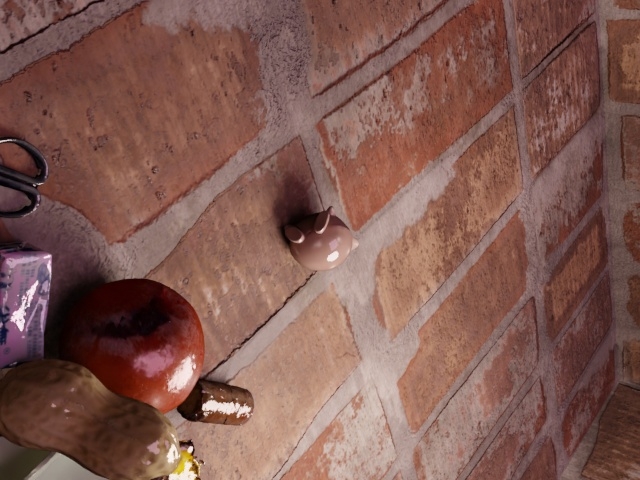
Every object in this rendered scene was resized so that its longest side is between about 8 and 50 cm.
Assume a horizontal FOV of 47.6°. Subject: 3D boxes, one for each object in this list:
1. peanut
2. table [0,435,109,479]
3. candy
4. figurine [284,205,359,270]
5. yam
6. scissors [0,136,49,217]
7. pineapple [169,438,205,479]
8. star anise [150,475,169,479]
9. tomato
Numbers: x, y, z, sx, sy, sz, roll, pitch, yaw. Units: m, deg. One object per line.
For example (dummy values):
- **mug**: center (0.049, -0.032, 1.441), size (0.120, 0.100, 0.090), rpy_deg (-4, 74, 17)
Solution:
- **peanut**: center (-0.298, 0.229, 0.927), size (0.123, 0.257, 0.123), rpy_deg (20, 90, -85)
- **table**: center (-0.409, 0.341, 1.022), size (0.198, 0.167, 0.166), rpy_deg (-46, 133, -19)
- **candy**: center (-0.415, 0.082, 0.972), size (0.073, 0.092, 0.160), rpy_deg (-1, 104, -43)
- **figurine**: center (0.000, 0.000, 1.409), size (0.138, 0.125, 0.125), rpy_deg (41, 70, -58)
- **yam**: center (-0.190, 0.293, 1.312), size (0.141, 0.079, 0.079), rpy_deg (23, 83, -51)
- **scissors**: center (-0.477, -0.109, 0.899), size (0.300, 0.022, 0.109), rpy_deg (23, 80, -49)
- **pineapple**: center (-0.296, 0.416, 1.223), size (0.225, 0.076, 0.224), rpy_deg (-15, 112, -42)
- **star anise**: center (-0.301, 0.416, 1.102), size (0.172, 0.063, 0.207), rpy_deg (6, 98, -65)
- **tomato**: center (-0.274, 0.153, 1.065), size (0.208, 0.208, 0.184), rpy_deg (-47, 150, -29)
